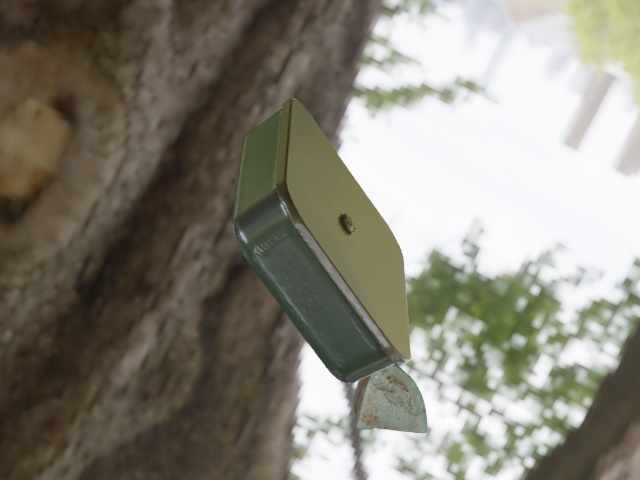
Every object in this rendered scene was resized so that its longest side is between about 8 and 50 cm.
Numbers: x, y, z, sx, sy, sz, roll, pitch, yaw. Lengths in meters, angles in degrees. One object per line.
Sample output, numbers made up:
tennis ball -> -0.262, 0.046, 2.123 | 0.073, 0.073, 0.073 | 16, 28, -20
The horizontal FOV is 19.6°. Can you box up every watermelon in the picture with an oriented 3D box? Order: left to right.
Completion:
watermelon -> 0.050, 0.138, 1.610 | 0.085, 0.061, 0.085 | 31, 153, 18

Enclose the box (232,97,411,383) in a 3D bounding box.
box -> 0.000, 0.000, 0.751 | 0.091, 0.031, 0.126 | 54, -166, -20
